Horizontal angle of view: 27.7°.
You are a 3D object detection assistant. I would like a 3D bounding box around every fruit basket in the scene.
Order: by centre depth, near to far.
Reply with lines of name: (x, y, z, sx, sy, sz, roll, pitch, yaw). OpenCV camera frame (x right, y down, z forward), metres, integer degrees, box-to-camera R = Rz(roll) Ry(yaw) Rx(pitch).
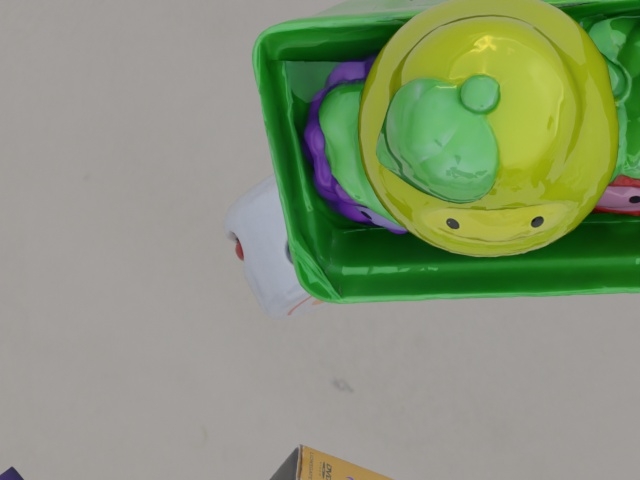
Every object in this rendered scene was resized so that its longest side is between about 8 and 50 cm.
fruit basket: (0.133, -0.065, 0.931, 0.392, 0.392, 0.282, -12, 119, -2)

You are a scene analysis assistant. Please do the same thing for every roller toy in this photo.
roller toy: (0.000, 0.000, 1.430, 0.209, 0.191, 0.146, -36, 76, 42)

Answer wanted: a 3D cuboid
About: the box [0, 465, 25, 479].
box: (-0.344, 0.410, 1.464, 0.184, 0.261, 0.103, -39, 139, -17)

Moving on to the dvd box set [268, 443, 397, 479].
dvd box set: (0.088, 0.419, 1.572, 0.420, 0.062, 0.307, 24, 129, -16)
